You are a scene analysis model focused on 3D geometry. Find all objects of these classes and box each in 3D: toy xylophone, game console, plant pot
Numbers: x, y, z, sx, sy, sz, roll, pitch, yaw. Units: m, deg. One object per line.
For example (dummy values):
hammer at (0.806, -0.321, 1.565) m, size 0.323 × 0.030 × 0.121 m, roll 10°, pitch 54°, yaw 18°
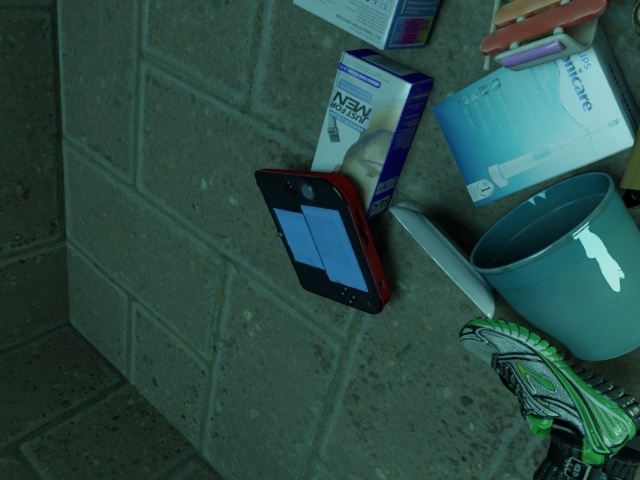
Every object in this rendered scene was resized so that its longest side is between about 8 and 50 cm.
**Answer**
toy xylophone at (0.354, -0.399, 0.880) m, size 0.236 × 0.081 × 0.322 m, roll -13°, pitch 57°, yaw 49°
game console at (0.000, 0.000, 1.366) m, size 0.342 × 0.060 × 0.386 m, roll 9°, pitch 129°, yaw 46°
plant pot at (0.454, 0.061, 0.971) m, size 0.255 × 0.271 × 0.272 m, roll 51°, pitch 134°, yaw -8°

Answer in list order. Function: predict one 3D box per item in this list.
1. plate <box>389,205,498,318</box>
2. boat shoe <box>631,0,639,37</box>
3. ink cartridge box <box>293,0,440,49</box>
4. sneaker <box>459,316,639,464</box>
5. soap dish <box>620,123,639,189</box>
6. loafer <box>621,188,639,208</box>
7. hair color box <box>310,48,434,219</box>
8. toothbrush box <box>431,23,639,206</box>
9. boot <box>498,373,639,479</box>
plate at (0.271, 0.033, 1.120) m, size 0.045 × 0.278 × 0.277 m, roll -44°, pitch 75°, yaw 13°
boat shoe at (0.604, -0.278, 0.783) m, size 0.324 × 0.116 × 0.123 m, roll 31°, pitch 125°, yaw 28°
ink cartridge box at (0.124, -0.599, 1.024) m, size 0.270 × 0.151 × 0.395 m, roll 39°, pitch 132°, yaw 28°
sneaker at (0.399, 0.265, 1.014) m, size 0.343 × 0.146 × 0.134 m, roll 35°, pitch 166°, yaw 35°
soap dish at (0.558, -0.178, 0.706) m, size 0.229 × 0.118 × 0.291 m, roll 10°, pitch 118°, yaw 12°
loafer at (0.540, -0.121, 0.868) m, size 0.080 × 0.078 × 0.220 m, roll 48°, pitch 162°, yaw 38°
hair color box at (0.103, -0.235, 1.241) m, size 0.185 × 0.110 × 0.339 m, roll 34°, pitch 128°, yaw 25°
toothbrush box at (0.387, -0.218, 0.988) m, size 0.295 × 0.126 × 0.216 m, roll -25°, pitch 89°, yaw 44°
boot at (0.494, 0.406, 1.149) m, size 0.348 × 0.131 × 0.260 m, roll 31°, pitch 125°, yaw 27°
